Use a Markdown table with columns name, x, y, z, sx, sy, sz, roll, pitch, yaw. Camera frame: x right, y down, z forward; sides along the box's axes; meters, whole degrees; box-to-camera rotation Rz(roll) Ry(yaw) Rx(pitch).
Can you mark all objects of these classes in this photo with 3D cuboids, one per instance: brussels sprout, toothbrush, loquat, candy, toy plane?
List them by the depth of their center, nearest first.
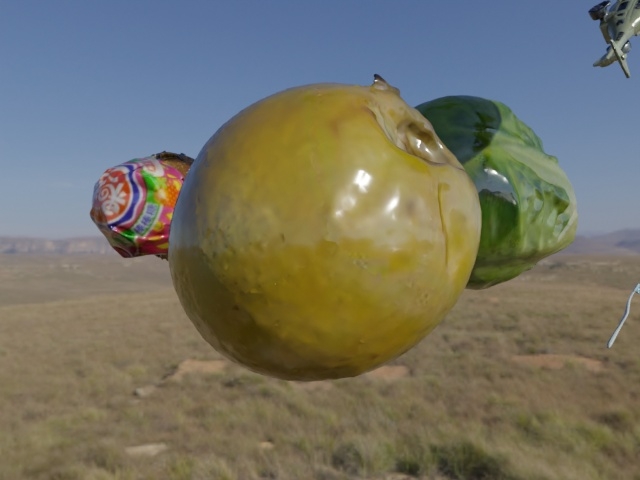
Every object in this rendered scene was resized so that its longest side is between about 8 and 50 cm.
| name | x | y | z | sx | sy | sz | roll | pitch | yaw |
| --- | --- | --- | --- | --- | --- | --- | --- | --- | --- |
| loquat | 0.000 | 0.000 | 0.533 | 0.244 | 0.244 | 0.244 | 0 | -1 | 0 |
| brussels sprout | 0.194 | -0.049 | 0.853 | 0.271 | 0.219 | 0.210 | 9 | -23 | -17 |
| candy | -0.134 | -0.011 | 0.915 | 0.124 | 0.124 | 0.365 | -1 | -13 | 40 |
| toy plane | 0.477 | -0.330 | 1.076 | 0.108 | 0.092 | 0.286 | -13 | 26 | 46 |
| toothbrush | 0.547 | 0.136 | 1.241 | 0.013 | 0.131 | 0.011 | 29 | -7 | 10 |

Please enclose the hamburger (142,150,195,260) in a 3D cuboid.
| name | x | y | z | sx | sy | sz | roll | pitch | yaw |
| --- | --- | --- | --- | --- | --- | --- | --- | --- | --- |
| hamburger | -0.287 | -0.062 | 1.302 | 0.231 | 0.231 | 0.107 | 0 | -24 | -7 |
